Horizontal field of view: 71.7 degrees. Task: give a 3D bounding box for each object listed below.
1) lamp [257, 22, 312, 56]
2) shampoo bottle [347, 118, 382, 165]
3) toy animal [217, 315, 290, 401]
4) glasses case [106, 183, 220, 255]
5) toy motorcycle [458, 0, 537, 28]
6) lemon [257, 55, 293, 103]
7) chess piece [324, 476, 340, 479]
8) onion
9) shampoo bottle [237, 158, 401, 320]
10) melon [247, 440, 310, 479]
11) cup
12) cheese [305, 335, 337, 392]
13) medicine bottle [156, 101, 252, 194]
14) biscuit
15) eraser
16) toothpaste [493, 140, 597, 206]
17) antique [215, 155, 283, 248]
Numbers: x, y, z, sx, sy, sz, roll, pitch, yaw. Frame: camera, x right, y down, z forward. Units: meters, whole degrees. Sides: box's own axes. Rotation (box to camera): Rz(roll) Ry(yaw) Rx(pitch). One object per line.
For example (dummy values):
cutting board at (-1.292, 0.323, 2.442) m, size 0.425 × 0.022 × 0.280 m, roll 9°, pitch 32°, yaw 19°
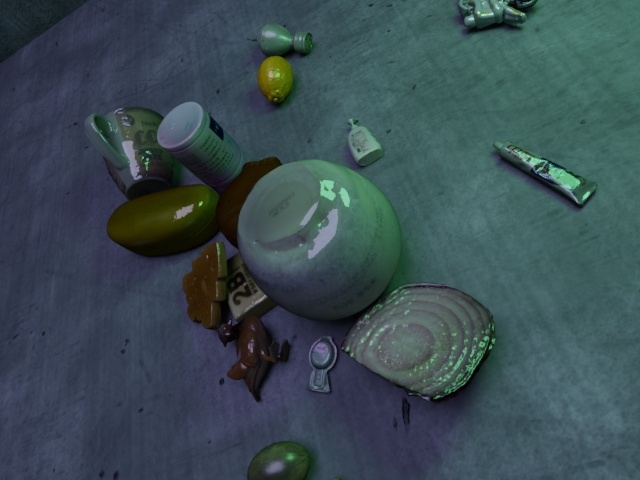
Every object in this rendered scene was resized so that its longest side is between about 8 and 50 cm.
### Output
lamp at (-0.122, -0.657, 1.463) m, size 0.193 × 0.106 × 0.106 m, roll 17°, pitch 73°, yaw 23°
shampoo bottle at (0.104, -0.270, 1.178) m, size 0.077 × 0.045 × 0.152 m, roll -31°, pitch 57°, yaw 12°
toy animal at (-0.169, 0.267, 1.017) m, size 0.179 × 0.089 × 0.188 m, roll 1°, pitch 79°, yaw 24°
glasses case at (-0.466, -0.056, 1.297) m, size 0.371 × 0.141 × 0.173 m, roll -10°, pitch 62°, yaw 22°
toy motorcycle at (0.447, -0.622, 1.171) m, size 0.228 × 0.074 × 0.151 m, roll 36°, pitch 87°, yaw 34°
lemon at (-0.140, -0.499, 1.379) m, size 0.114 × 0.114 × 0.155 m, roll -4°, pitch 75°, yaw 25°
chess piece at (-0.017, 0.520, 0.830) m, size 0.060 × 0.060 × 0.172 m, roll 34°, pitch 81°, yaw 35°
onion at (0.202, 0.202, 0.859) m, size 0.247 × 0.111 × 0.250 m, roll -41°, pitch 40°, yaw -26°
shampoo bottle at (0.000, 0.000, 0.918) m, size 0.322 × 0.317 × 0.323 m, roll -8°, pitch 71°, yaw 23°
melon at (-0.082, 0.449, 0.870) m, size 0.130 × 0.098 × 0.098 m, roll -32°, pitch 55°, yaw 5°
cup at (-0.588, -0.269, 1.381) m, size 0.227 × 0.301 × 0.257 m, roll -32°, pitch 64°, yaw 14°
cheese at (0.002, 0.266, 0.965) m, size 0.067 × 0.026 × 0.121 m, roll -1°, pitch 65°, yaw 27°
medicine bottle at (-0.315, -0.249, 1.249) m, size 0.152 × 0.254 × 0.152 m, roll -11°, pitch 61°, yaw 21°
biscuit at (-0.287, 0.106, 1.134) m, size 0.212 × 0.041 × 0.239 m, roll 45°, pitch 117°, yaw 43°
eraser at (-0.188, 0.112, 1.121) m, size 0.117 × 0.058 × 0.172 m, roll -36°, pitch 54°, yaw 6°
toothpaste at (0.466, -0.155, 0.943) m, size 0.060 × 0.038 × 0.233 m, roll -47°, pitch 57°, yaw 0°
antique at (-0.153, -0.087, 1.146) m, size 0.223 × 0.129 × 0.278 m, roll -13°, pitch 50°, yaw 14°
